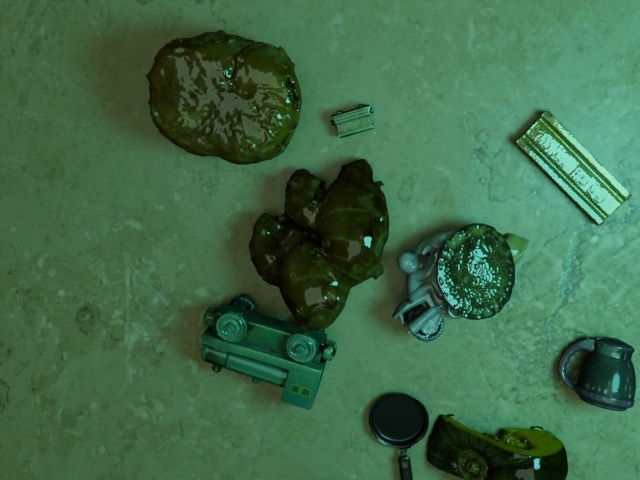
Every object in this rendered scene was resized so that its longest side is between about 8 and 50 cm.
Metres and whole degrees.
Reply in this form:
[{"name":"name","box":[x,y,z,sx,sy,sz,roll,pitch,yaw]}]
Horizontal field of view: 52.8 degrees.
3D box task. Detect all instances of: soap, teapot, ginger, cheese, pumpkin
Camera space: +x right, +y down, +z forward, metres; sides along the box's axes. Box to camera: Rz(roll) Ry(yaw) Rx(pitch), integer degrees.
[{"name":"soap","box":[0.518,-0.149,1.327,0.252,0.037,0.092,44,100,-3]},{"name":"teapot","box":[0.601,0.276,1.376,0.116,0.148,0.146,12,90,-33]},{"name":"ginger","box":[0.009,-0.006,1.349,0.274,0.152,0.357,43,99,26]},{"name":"cheese","box":[0.399,0.020,1.366,0.060,0.041,0.084,36,103,0]},{"name":"pumpkin","box":[0.403,0.478,1.432,0.281,0.190,0.139,20,107,46]}]

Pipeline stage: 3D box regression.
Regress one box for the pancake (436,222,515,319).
[{"name":"pancake","box":[0.317,0.063,1.310,0.199,0.021,0.199,2,85,-19]}]

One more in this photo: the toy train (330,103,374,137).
[{"name":"toy train","box":[0.068,-0.251,1.352,0.093,0.038,0.056,-15,105,8]}]

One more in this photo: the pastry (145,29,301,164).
[{"name":"pastry","box":[-0.187,-0.289,1.305,0.311,0.162,0.255,18,104,0]}]

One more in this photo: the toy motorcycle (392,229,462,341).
[{"name":"toy motorcycle","box":[0.236,0.077,1.359,0.171,0.110,0.260,30,95,-1]}]

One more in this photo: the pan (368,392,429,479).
[{"name":"pan","box":[0.184,0.456,1.474,0.136,0.028,0.235,-7,97,7]}]

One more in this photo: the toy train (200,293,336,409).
[{"name":"toy train","box":[-0.121,0.244,1.421,0.298,0.120,0.194,16,109,5]}]
